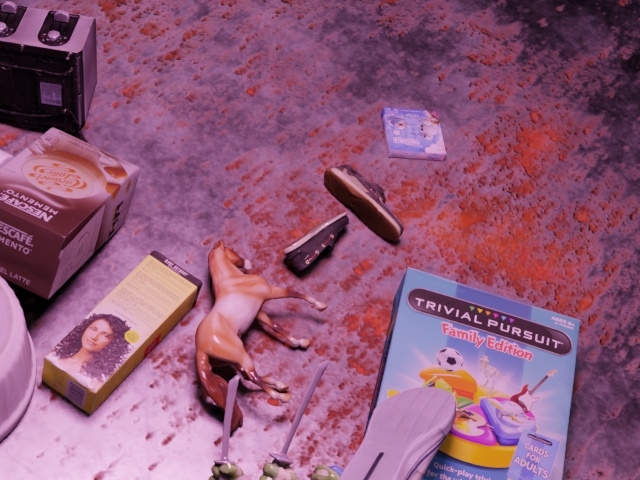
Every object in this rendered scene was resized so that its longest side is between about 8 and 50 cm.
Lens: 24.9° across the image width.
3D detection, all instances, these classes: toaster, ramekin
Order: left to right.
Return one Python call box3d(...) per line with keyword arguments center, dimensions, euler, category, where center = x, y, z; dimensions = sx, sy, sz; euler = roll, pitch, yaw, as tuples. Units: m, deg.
box3d(center=(-0.479, 0.131, 1.755), dimensions=(0.272, 0.127, 0.273), euler=(7, 51, -9), category="ramekin")
box3d(center=(-0.405, -0.243, 2.060), dimensions=(0.168, 0.186, 0.110), euler=(9, 47, 2), category="toaster")

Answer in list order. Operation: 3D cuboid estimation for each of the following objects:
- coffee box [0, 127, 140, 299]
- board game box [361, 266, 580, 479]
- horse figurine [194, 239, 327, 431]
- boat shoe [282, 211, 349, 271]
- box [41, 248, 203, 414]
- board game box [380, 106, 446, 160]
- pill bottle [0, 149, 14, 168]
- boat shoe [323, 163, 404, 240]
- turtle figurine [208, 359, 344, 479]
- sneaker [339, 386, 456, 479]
box3d(center=(-0.353, -0.041, 1.898), dimensions=(0.141, 0.098, 0.246), euler=(24, 28, 4), category="coffee box")
box3d(center=(0.197, 0.215, 1.908), dimensions=(0.253, 0.079, 0.336), euler=(17, 50, -2), category="board game box")
box3d(center=(-0.100, 0.121, 1.903), dimensions=(0.174, 0.066, 0.263), euler=(30, 48, -8), category="horse figurine")
box3d(center=(-0.001, 0.001, 2.054), dimensions=(0.133, 0.049, 0.042), euler=(-38, 97, -43), category="boat shoe")
box3d(center=(-0.255, 0.115, 1.877), dimensions=(0.087, 0.058, 0.232), euler=(32, 50, 10), category="box")
box3d(center=(0.143, -0.165, 2.241), dimensions=(0.090, 0.020, 0.090), euler=(3, 52, -14), category="board game box")
box3d(center=(-0.554, -0.108, 1.905), dimensions=(0.278, 0.162, 0.162), euler=(25, 50, 5), category="pill bottle")
box3d(center=(0.071, -0.062, 2.113), dimensions=(0.049, 0.056, 0.152), euler=(-35, 67, -29), category="boat shoe")
box3d(center=(-0.101, 0.296, 1.688), dimensions=(0.197, 0.275, 0.266), euler=(15, 43, 44), category="turtle figurine")
box3d(center=(0.089, 0.267, 1.735), dimensions=(0.094, 0.091, 0.258), euler=(14, 32, 25), category="sneaker")
